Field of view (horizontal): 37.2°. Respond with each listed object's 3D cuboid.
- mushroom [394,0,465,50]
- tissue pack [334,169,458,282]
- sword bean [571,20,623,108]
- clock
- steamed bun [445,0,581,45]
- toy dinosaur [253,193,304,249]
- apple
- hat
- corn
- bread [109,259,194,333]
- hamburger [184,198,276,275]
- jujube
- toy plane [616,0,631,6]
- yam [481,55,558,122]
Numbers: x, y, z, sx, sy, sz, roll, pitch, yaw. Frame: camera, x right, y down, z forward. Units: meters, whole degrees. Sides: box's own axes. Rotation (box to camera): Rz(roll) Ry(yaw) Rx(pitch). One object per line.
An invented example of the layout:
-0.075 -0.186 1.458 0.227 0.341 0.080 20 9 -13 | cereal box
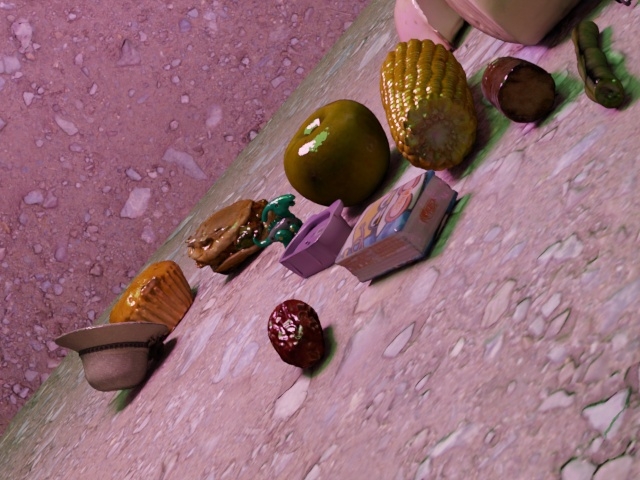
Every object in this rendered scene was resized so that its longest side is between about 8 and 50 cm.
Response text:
0.210 -0.473 1.945 0.173 0.162 0.236 -30 22 53 | mushroom
0.099 -0.017 1.263 0.155 0.065 0.115 -31 24 56 | tissue pack
0.322 -0.211 1.122 0.043 0.038 0.269 -50 10 27 | sword bean
0.000 0.000 1.578 0.110 0.050 0.153 -58 15 -28 | clock
0.304 -0.524 1.452 0.371 0.290 0.456 -45 19 21 | steamed bun
-0.076 -0.028 1.813 0.132 0.096 0.059 -41 15 25 | toy dinosaur
0.032 -0.144 1.633 0.196 0.157 0.196 -46 14 15 | apple
-0.461 0.271 2.130 0.257 0.257 0.130 -30 65 57 | hat
0.164 -0.216 1.449 0.144 0.144 0.387 -47 16 16 | corn
-0.417 0.154 2.345 0.240 0.139 0.240 -47 13 14 | bread
-0.187 -0.007 2.121 0.206 0.130 0.183 -24 24 21 | hamburger
-0.030 0.129 1.286 0.077 0.077 0.129 -49 24 4 | jujube
0.361 -0.354 1.232 0.060 0.145 0.037 -20 -22 -44 | toy plane
0.252 -0.198 1.228 0.079 0.079 0.141 -47 12 13 | yam
